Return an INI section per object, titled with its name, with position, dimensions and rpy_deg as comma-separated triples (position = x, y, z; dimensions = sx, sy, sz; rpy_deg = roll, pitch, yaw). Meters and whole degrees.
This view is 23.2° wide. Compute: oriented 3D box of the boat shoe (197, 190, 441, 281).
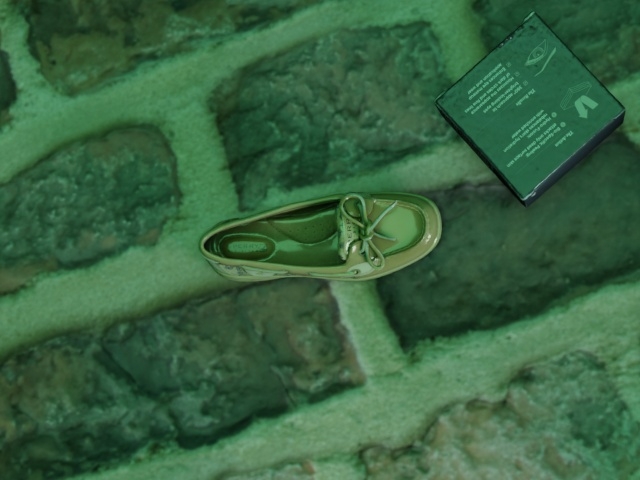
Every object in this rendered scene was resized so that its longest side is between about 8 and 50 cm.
[boat shoe]
position = 0.000, 0.000, 1.824
dimensions = 0.285, 0.089, 0.105
rpy_deg = -10, 84, 7

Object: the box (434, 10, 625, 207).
[box]
position = 0.242, -0.149, 1.798
dimensions = 0.156, 0.093, 0.158
rpy_deg = -41, 80, 3
